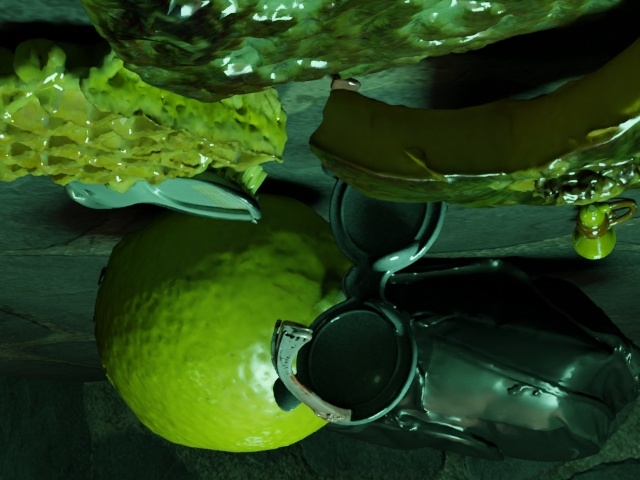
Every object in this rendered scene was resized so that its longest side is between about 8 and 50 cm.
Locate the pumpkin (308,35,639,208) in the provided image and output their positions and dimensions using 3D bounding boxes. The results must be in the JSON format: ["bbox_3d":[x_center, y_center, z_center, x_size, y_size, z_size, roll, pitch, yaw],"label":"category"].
[{"bbox_3d":[0.155,-0.068,0.942,0.258,0.095,0.290,-7,176,25],"label":"pumpkin"}]

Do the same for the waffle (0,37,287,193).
[{"bbox_3d":[-0.174,-0.082,1.011,0.219,0.057,0.229,-8,167,37],"label":"waffle"}]

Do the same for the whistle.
[{"bbox_3d":[0.288,-0.015,1.500,0.057,0.046,0.109,12,166,9],"label":"whistle"}]

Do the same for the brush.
[{"bbox_3d":[-0.127,-0.057,1.200,0.068,0.060,0.297,35,163,-31],"label":"brush"}]

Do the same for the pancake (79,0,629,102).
[{"bbox_3d":[0.031,-0.154,0.680,0.305,0.067,0.427,-8,169,-5],"label":"pancake"}]

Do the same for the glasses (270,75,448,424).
[{"bbox_3d":[0.000,0.000,1.061,0.118,0.234,0.268,9,166,21],"label":"glasses"}]

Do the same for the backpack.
[{"bbox_3d":[0.186,0.150,1.840,0.446,0.255,0.363,11,172,16],"label":"backpack"}]

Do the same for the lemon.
[{"bbox_3d":[-0.086,0.076,1.387,0.245,0.245,0.320,8,167,-42],"label":"lemon"}]
